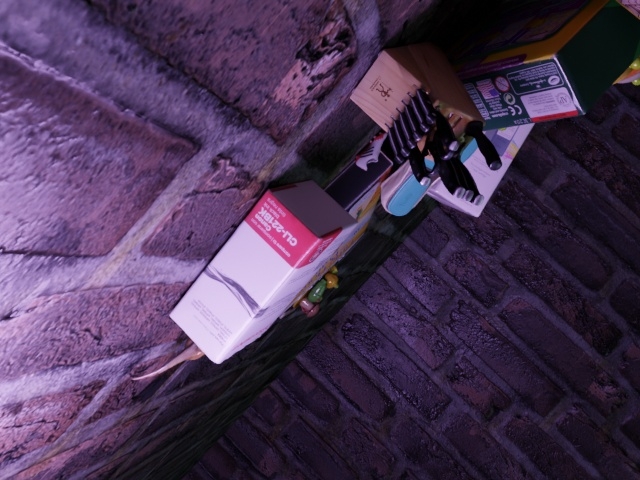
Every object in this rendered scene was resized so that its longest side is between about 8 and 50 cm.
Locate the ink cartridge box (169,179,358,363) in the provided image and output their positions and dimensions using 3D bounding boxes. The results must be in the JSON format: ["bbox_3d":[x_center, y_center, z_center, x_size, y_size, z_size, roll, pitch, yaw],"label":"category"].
[{"bbox_3d":[-0.087,0.045,1.146,0.273,0.114,0.197,-51,171,19],"label":"ink cartridge box"}]

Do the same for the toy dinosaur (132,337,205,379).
[{"bbox_3d":[-0.233,0.200,1.312,0.112,0.064,0.211,-50,170,28],"label":"toy dinosaur"}]

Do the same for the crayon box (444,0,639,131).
[{"bbox_3d":[0.343,-0.303,1.136,0.313,0.106,0.363,-42,-160,-21],"label":"crayon box"}]

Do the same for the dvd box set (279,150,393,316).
[{"bbox_3d":[0.000,0.000,1.509,0.307,0.062,0.420,-43,170,-16],"label":"dvd box set"}]

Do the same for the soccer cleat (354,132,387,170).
[{"bbox_3d":[0.100,-0.166,1.331,0.083,0.035,0.029,-45,171,-8],"label":"soccer cleat"}]

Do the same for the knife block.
[{"bbox_3d":[0.175,-0.168,1.019,0.088,0.242,0.275,-51,170,31],"label":"knife block"}]

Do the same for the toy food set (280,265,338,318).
[{"bbox_3d":[-0.013,0.172,2.146,0.218,0.071,0.128,-48,171,11],"label":"toy food set"}]

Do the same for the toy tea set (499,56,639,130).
[{"bbox_3d":[0.432,-0.271,1.259,0.336,0.124,0.200,-12,-148,50],"label":"toy tea set"}]

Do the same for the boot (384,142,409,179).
[{"bbox_3d":[0.222,-0.226,1.435,0.246,0.094,0.207,-36,164,-21],"label":"boot"}]

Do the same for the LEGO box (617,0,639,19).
[{"bbox_3d":[0.565,-0.509,0.918,0.500,0.372,0.193,-45,170,-13],"label":"LEGO box"}]

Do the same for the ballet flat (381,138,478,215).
[{"bbox_3d":[0.198,-0.147,1.324,0.248,0.086,0.086,-43,174,35],"label":"ballet flat"}]

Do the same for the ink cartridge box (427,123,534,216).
[{"bbox_3d":[0.342,-0.242,1.512,0.354,0.119,0.207,-59,-164,4],"label":"ink cartridge box"}]
